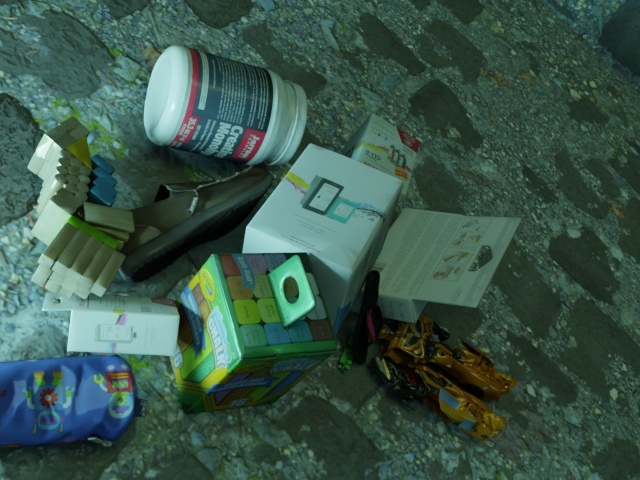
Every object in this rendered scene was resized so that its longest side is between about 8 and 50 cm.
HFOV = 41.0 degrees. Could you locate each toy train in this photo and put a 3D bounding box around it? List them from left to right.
[{"bbox_3d":[0.052,0.209,1.586,0.024,0.017,0.083,27,47,-2],"label":"toy train"}]

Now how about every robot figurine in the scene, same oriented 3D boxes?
[{"bbox_3d":[0.232,0.243,1.634,0.291,0.085,0.211,36,45,-7],"label":"robot figurine"}]

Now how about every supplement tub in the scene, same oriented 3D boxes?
[{"bbox_3d":[-0.183,-0.251,1.637,0.272,0.191,0.191,10,54,-28],"label":"supplement tub"}]

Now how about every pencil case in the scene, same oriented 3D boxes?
[{"bbox_3d":[-0.406,0.232,1.190,0.306,0.119,0.133,1,72,-34],"label":"pencil case"}]

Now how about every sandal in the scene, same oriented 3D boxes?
[{"bbox_3d":[0.094,0.145,1.566,0.040,0.179,0.067,14,11,19],"label":"sandal"}]

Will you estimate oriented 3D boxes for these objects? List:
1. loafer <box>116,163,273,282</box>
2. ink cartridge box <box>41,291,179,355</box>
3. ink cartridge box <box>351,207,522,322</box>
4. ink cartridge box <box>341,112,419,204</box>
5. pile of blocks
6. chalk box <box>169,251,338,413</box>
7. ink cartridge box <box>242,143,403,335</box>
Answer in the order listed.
[{"bbox_3d":[-0.228,-0.064,1.511,0.130,0.134,0.366,50,46,7],"label":"loafer"},{"bbox_3d":[-0.321,0.126,1.304,0.198,0.115,0.067,6,98,-14],"label":"ink cartridge box"},{"bbox_3d":[0.230,0.048,1.678,0.261,0.066,0.296,7,38,28],"label":"ink cartridge box"},{"bbox_3d":[0.113,-0.148,1.807,0.128,0.127,0.176,30,48,-13],"label":"ink cartridge box"},{"bbox_3d":[-0.396,-0.036,1.385,0.149,0.112,0.362,15,43,-32],"label":"pile of blocks"},{"bbox_3d":[-0.105,0.131,1.345,0.179,0.289,0.180,-1,59,-34],"label":"chalk box"},{"bbox_3d":[0.000,0.000,1.542,0.197,0.198,0.270,23,44,9],"label":"ink cartridge box"}]
